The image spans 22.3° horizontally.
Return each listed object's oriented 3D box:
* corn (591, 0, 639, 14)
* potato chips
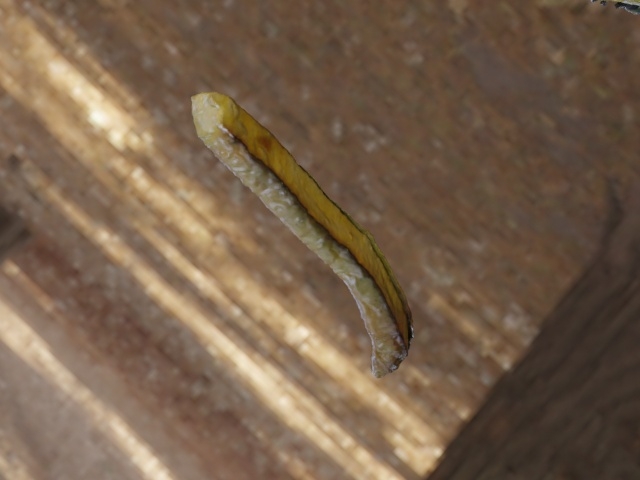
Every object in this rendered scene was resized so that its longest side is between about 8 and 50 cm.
[{"bbox_3d":[0.131,-0.166,0.714,0.123,0.122,0.305,13,-173,-36],"label":"corn"},{"bbox_3d":[0.000,0.000,0.760,0.037,0.026,0.204,-15,138,21],"label":"potato chips"}]
